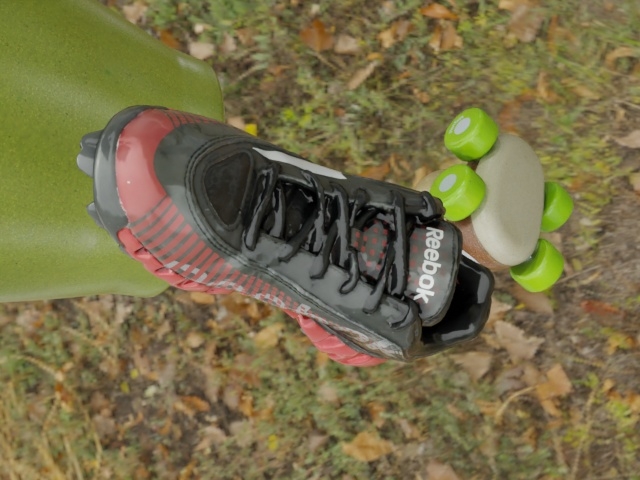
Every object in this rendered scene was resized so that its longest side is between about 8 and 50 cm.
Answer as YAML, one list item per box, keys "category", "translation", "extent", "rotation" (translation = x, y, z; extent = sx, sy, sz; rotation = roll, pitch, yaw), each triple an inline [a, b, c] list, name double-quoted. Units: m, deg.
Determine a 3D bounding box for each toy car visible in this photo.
- category: "toy car"
  translation: [0.137, -0.022, 1.029]
  extent: [0.188, 0.155, 0.149]
  rotation: [-22, 39, 44]

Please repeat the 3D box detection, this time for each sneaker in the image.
- category: "sneaker"
  translation: [0.000, 0.000, 0.550]
  extent: [0.135, 0.276, 0.097]
  rotation: [-3, 65, 43]

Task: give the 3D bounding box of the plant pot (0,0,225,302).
- category: "plant pot"
  translation: [-0.287, -0.094, 0.879]
  extent: [0.366, 0.353, 0.366]
  rotation: [-33, 50, 53]
